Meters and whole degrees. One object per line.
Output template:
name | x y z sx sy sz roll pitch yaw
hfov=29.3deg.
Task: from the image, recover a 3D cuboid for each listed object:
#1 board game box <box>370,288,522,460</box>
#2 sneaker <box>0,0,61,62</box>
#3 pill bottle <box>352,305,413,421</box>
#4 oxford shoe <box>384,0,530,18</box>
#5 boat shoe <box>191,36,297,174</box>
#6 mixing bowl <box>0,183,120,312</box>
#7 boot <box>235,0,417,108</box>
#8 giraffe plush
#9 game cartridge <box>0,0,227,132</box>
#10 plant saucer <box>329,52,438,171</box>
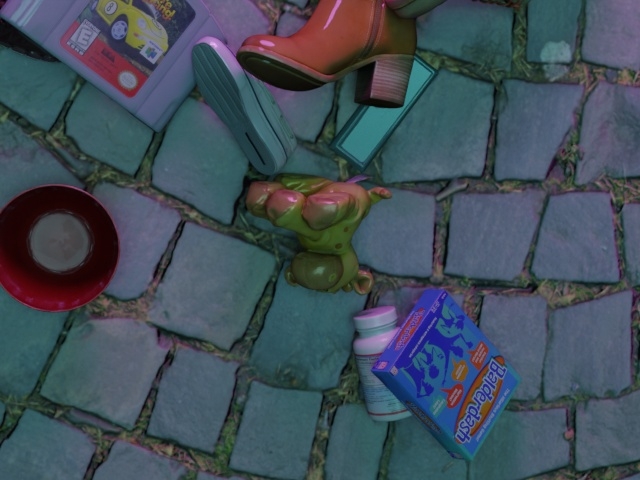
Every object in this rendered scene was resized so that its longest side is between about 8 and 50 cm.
board game box | 0.191 0.199 1.815 0.210 0.047 0.160 47 64 -24
sneaker | -0.429 -0.310 1.679 0.281 0.162 0.106 10 95 -7
pill bottle | 0.098 0.184 1.835 0.087 0.087 0.160 -14 97 -5
oxford shoe | 0.254 -0.382 1.754 0.348 0.123 0.130 -29 110 -15
boat shoe | -0.108 -0.203 1.765 0.076 0.083 0.226 -50 126 -38
mixing bowl | -0.376 0.007 1.752 0.181 0.098 0.181 -1 95 -7
boot | 0.018 -0.319 1.732 0.283 0.109 0.220 8 85 -25
giraffe plush | 0.000 0.000 1.785 0.210 0.181 0.170 -10 111 -40
game cartridge | -0.271 -0.302 1.690 0.294 0.060 0.196 36 87 -39
plant saucer | 0.096 -0.196 1.829 0.067 0.018 0.192 37 92 -9
